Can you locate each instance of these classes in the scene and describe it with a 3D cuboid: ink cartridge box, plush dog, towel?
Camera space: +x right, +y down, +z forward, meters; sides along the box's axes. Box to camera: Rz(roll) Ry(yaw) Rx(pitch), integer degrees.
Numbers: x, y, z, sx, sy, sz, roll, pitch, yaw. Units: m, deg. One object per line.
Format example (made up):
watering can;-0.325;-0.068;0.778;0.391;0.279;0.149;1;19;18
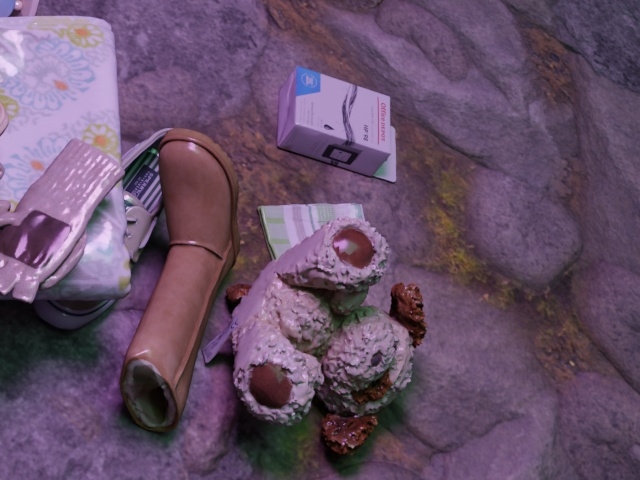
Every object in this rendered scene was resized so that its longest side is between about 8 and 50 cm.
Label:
ink cartridge box;0.035;-0.156;2.185;0.180;0.060;0.104;16;52;-21
plush dog;0.011;0.124;1.929;0.225;0.210;0.262;36;75;-23
towel;-0.382;-0.099;1.823;0.320;0.090;0.374;-2;58;-9
towel;0.000;0.000;2.082;0.152;0.023;0.113;-1;59;-31

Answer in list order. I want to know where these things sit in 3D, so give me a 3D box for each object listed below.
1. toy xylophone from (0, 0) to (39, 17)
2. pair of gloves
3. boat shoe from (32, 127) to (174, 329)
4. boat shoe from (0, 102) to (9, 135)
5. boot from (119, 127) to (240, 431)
toy xylophone;-0.482;-0.365;1.933;0.322;0.236;0.081;-5;31;-29
pair of gloves;-0.352;-0.042;1.720;0.240;0.042;0.204;22;61;9
boat shoe;-0.247;-0.026;1.906;0.109;0.094;0.302;31;48;-8
boat shoe;-0.454;-0.183;1.727;0.302;0.098;0.109;32;63;32
boot;-0.162;0.043;1.836;0.089;0.236;0.269;2;46;18
